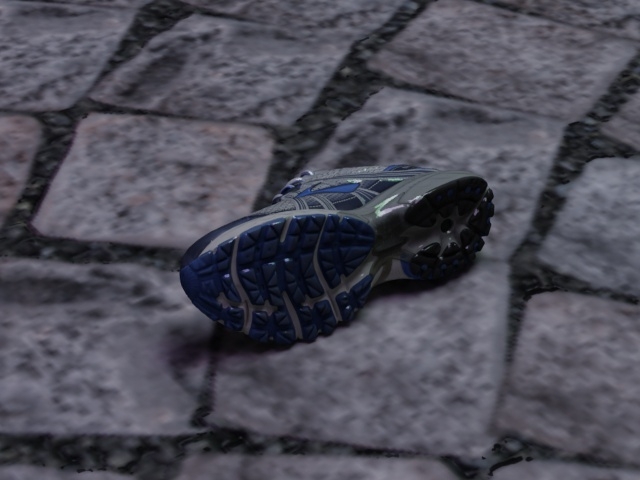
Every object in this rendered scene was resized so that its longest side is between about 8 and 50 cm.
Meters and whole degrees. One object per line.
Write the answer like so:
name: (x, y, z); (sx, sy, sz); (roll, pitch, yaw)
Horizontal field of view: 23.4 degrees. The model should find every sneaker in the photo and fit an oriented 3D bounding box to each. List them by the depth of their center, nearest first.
sneaker: (0.000, 0.000, 0.600); (0.135, 0.052, 0.058); (-14, 26, -33)
